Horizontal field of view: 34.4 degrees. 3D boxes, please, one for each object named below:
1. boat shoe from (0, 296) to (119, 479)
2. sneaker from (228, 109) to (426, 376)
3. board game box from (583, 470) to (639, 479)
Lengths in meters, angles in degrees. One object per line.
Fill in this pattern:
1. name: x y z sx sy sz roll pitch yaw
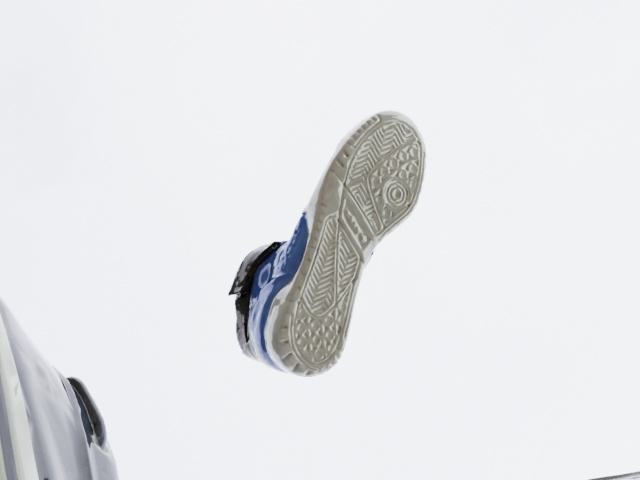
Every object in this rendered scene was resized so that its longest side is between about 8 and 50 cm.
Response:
1. boat shoe: -0.140 0.225 0.451 0.187 0.156 0.500 -32 -130 9
2. sneaker: -0.001 0.000 0.564 0.085 0.058 0.152 -2 -117 62
3. board game box: 0.153 0.280 0.918 0.390 0.390 0.050 -13 -97 15
